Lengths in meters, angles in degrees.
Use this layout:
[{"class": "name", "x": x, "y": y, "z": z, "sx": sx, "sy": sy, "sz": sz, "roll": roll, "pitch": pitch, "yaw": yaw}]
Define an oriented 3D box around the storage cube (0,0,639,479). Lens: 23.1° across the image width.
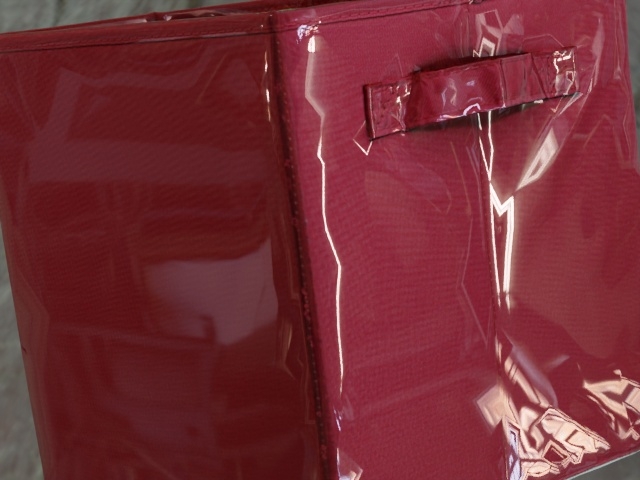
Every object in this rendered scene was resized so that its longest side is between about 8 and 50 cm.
[{"class": "storage cube", "x": 0.000, "y": 0.000, "z": 0.617, "sx": 0.183, "sy": 0.215, "sz": 0.193, "roll": -15, "pitch": 102, "yaw": -41}]
